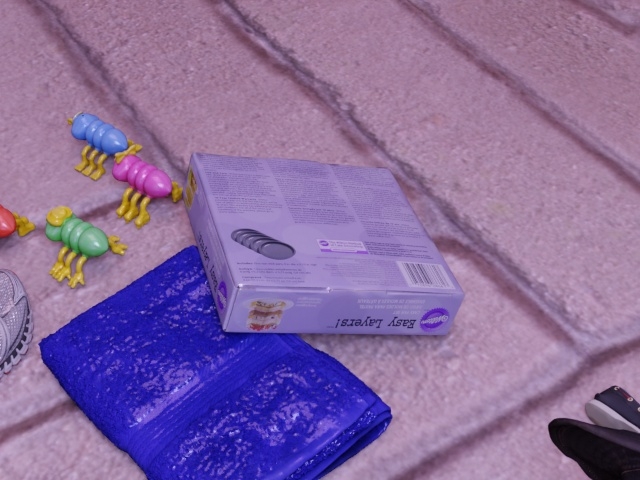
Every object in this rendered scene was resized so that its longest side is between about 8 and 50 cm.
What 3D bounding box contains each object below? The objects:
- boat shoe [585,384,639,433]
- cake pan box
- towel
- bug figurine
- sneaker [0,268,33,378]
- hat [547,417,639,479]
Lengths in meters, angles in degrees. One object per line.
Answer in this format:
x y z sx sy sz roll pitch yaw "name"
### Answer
0.319 0.189 0.949 0.042 0.049 0.133 -32 47 -19 "boat shoe"
0.000 0.000 1.072 0.266 0.070 0.246 2 38 -24 "cake pan box"
-0.110 0.136 0.978 0.227 0.076 0.308 -32 52 -31 "towel"
-0.296 -0.063 1.187 0.216 0.072 0.279 25 48 23 "bug figurine"
-0.359 0.109 0.990 0.088 0.093 0.225 8 43 7 "sneaker"
0.315 0.254 0.756 0.331 0.331 0.134 17 76 16 "hat"
